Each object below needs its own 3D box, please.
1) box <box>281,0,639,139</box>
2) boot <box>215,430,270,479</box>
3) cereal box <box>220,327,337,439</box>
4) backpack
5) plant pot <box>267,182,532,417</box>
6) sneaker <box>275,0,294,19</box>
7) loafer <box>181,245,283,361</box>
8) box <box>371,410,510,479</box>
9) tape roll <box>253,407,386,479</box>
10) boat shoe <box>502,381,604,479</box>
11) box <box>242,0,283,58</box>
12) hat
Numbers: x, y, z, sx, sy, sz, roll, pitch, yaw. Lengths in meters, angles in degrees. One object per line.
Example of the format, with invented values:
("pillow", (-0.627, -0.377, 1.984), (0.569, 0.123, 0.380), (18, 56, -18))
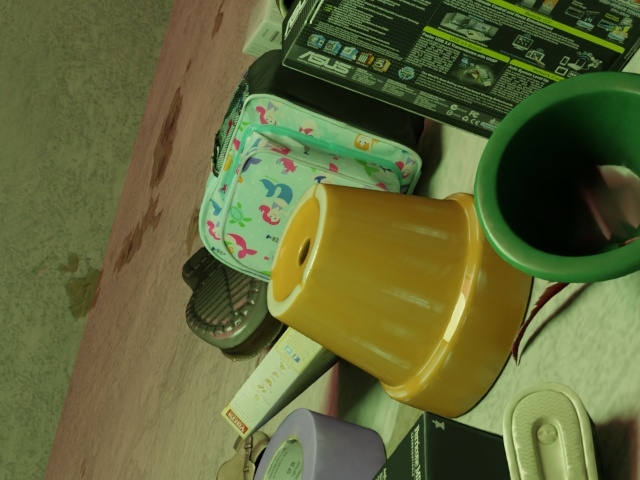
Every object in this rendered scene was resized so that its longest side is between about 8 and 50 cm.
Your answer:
("box", (0.131, -0.197, 1.278), (0.060, 0.270, 0.216), (-90, 25, -45))
("boot", (-0.091, 0.288, 1.853), (0.087, 0.042, 0.118), (18, 96, 66))
("cereal box", (0.004, 0.099, 1.590), (0.173, 0.047, 0.240), (-36, -10, -42))
("backpack", (-0.018, -0.055, 1.680), (0.191, 0.225, 0.253), (-80, 15, -44))
("plant pot", (0.061, 0.038, 1.382), (0.205, 0.188, 0.205), (-161, 90, -73))
("sneaker", (-0.009, -0.335, 1.883), (0.188, 0.066, 0.071), (134, 136, -65))
("loafer", (-0.087, 0.075, 1.946), (0.134, 0.130, 0.366), (-42, 15, 5))
("box", (0.086, 0.295, 1.175), (0.261, 0.103, 0.184), (-88, 21, -46))
("tape roll", (-0.010, 0.271, 1.541), (0.189, 0.080, 0.189), (-161, 90, -74))
("boat shoe", (0.170, 0.221, 1.072), (0.079, 0.084, 0.233), (59, -150, -60))
("box", (-0.049, -0.320, 2.271), (0.102, 0.101, 0.087), (137, 148, -57))
("hat", (0.226, -0.016, 1.209), (0.209, 0.183, 0.173), (-6, 66, 25))
